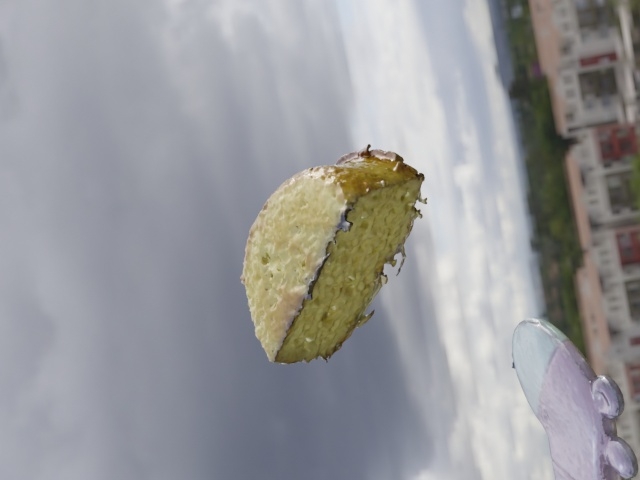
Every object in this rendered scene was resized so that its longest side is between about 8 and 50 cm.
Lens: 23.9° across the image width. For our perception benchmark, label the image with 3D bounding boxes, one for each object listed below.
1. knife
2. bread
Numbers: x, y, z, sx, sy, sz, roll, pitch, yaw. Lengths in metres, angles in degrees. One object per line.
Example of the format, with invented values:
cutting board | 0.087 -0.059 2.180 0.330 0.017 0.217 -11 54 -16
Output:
knife | 0.204 0.233 1.068 0.132 0.038 0.398 39 147 59
bread | 0.000 0.003 1.711 0.147 0.160 0.260 44 126 28
